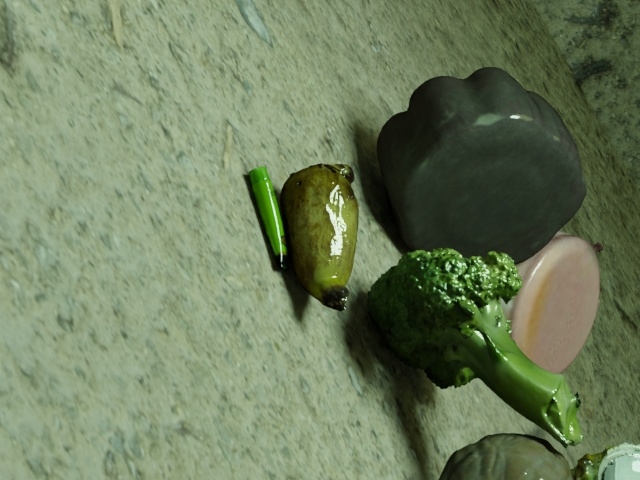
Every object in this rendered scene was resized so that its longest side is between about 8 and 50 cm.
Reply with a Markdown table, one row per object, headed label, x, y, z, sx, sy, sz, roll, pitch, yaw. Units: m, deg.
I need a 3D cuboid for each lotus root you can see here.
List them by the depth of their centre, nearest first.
| label | x | y | z | sx | sy | sz | roll | pitch | yaw |
| --- | --- | --- | --- | --- | --- | --- | --- | --- | --- |
| lotus root | 0.000 | 0.000 | 1.634 | 0.108 | 0.094 | 0.191 | 35 | 47 | -47 |

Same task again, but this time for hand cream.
| label | x | y | z | sx | sy | sz | roll | pitch | yaw |
| --- | --- | --- | --- | --- | --- | --- | --- | --- | --- |
| hand cream | -0.057 | -0.024 | 1.611 | 0.036 | 0.023 | 0.122 | 26 | 48 | -75 |

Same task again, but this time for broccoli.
| label | x | y | z | sx | sy | sz | roll | pitch | yaw |
| --- | --- | --- | --- | --- | --- | --- | --- | --- | --- |
| broccoli | 0.197 | 0.093 | 1.732 | 0.254 | 0.302 | 0.186 | 48 | 68 | -27 |

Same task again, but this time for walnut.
| label | x | y | z | sx | sy | sz | roll | pitch | yaw |
| --- | --- | --- | --- | --- | --- | --- | --- | --- | --- |
| walnut | 0.215 | 0.334 | 1.654 | 0.224 | 0.224 | 0.224 | 50 | 26 | -36 |

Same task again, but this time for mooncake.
| label | x | y | z | sx | sy | sz | roll | pitch | yaw |
| --- | --- | --- | --- | --- | --- | --- | --- | --- | --- |
| mooncake | 0.227 | -0.102 | 2.011 | 0.306 | 0.306 | 0.154 | 45 | 20 | -44 |

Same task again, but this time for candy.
| label | x | y | z | sx | sy | sz | roll | pitch | yaw |
| --- | --- | --- | --- | --- | --- | --- | --- | --- | --- |
| candy | 0.342 | 0.095 | 2.171 | 0.255 | 0.094 | 0.255 | -21 | 119 | -44 |

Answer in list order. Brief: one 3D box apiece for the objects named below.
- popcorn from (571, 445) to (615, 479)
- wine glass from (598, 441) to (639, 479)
| label | x | y | z | sx | sy | sz | roll | pitch | yaw |
| --- | --- | --- | --- | --- | --- | --- | --- | --- | --- |
| popcorn | 0.447 | 0.413 | 2.168 | 0.212 | 0.198 | 0.198 | 6 | 56 | -28 |
| wine glass | 0.352 | 0.404 | 1.759 | 0.143 | 0.321 | 0.143 | 14 | 37 | -11 |
